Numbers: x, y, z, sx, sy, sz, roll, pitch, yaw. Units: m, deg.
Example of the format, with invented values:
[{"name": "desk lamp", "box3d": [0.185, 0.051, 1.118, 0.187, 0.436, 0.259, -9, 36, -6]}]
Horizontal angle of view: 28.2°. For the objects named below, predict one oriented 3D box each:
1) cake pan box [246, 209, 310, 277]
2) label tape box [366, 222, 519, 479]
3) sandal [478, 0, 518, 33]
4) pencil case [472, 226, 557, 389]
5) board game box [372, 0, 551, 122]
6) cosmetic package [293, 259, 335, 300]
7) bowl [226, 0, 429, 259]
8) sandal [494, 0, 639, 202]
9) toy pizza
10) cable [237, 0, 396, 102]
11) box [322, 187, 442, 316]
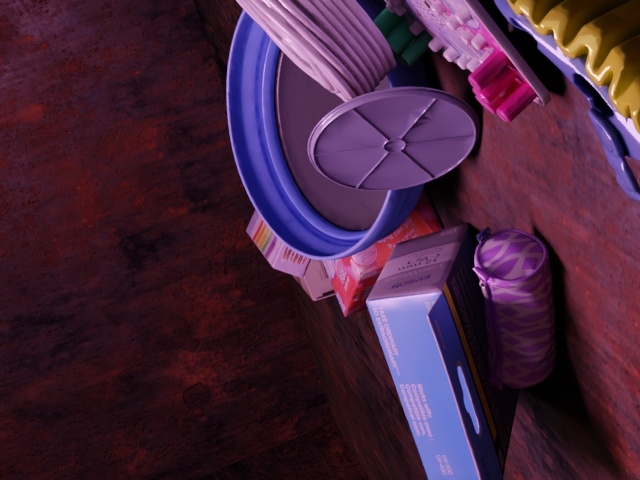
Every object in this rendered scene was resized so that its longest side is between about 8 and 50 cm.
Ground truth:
[{"name": "cake pan box", "box3d": [-0.032, -0.091, 2.270, 0.267, 0.070, 0.246, -65, 22, 10]}, {"name": "label tape box", "box3d": [0.149, 0.151, 1.565, 0.347, 0.115, 0.249, -51, -56, -67]}, {"name": "sandal", "box3d": [0.096, -0.370, 1.059, 0.167, 0.107, 0.445, -125, 15, -60]}, {"name": "pencil case", "box3d": [0.222, 0.081, 1.451, 0.086, 0.088, 0.206, 31, 151, 38]}, {"name": "board game box", "box3d": [0.035, -0.300, 1.289, 0.390, 0.050, 0.390, 47, -179, -21]}, {"name": "cosmetic package", "box3d": [0.000, 0.000, 2.477, 0.296, 0.153, 0.129, -131, 22, -70]}, {"name": "bowl", "box3d": [0.007, -0.170, 1.717, 0.391, 0.077, 0.391, 20, 115, 51]}, {"name": "sandal", "box3d": [0.210, -0.130, 0.906, 0.138, 0.126, 0.317, 73, 173, -55]}, {"name": "toy pizza", "box3d": [0.084, -0.122, 1.479, 0.201, 0.201, 0.032, 83, 180, -60]}, {"name": "cable", "box3d": [-0.020, -0.267, 1.476, 0.257, 0.089, 0.257, 46, -179, -30]}, {"name": "box", "box3d": [0.083, -0.003, 1.952, 0.300, 0.142, 0.154, 100, 148, -74]}]
